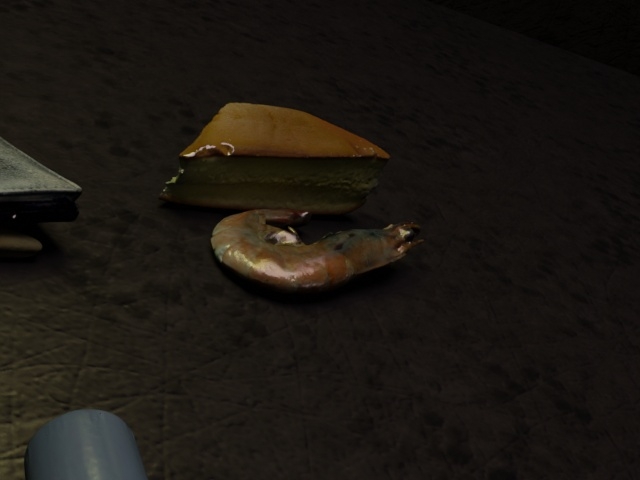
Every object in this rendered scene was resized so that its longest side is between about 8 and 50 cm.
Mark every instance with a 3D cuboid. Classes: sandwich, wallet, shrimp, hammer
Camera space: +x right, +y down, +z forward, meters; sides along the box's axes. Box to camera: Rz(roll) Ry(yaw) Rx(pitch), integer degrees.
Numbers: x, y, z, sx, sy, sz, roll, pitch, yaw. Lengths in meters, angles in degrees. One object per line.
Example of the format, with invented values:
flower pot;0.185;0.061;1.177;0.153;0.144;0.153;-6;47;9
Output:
sandwich;-0.056;-0.083;1.079;0.258;0.094;0.096;2;34;-33
wallet;-0.323;-0.064;0.862;0.167;0.036;0.222;-5;27;-44
shrimp;0.000;-0.002;1.020;0.251;0.052;0.143;-5;34;-43
hammer;-0.240;0.051;0.764;0.060;0.028;0.195;15;30;-25

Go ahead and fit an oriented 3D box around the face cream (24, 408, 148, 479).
face cream;-0.086;0.218;0.466;0.135;0.086;0.385;-18;33;-11
